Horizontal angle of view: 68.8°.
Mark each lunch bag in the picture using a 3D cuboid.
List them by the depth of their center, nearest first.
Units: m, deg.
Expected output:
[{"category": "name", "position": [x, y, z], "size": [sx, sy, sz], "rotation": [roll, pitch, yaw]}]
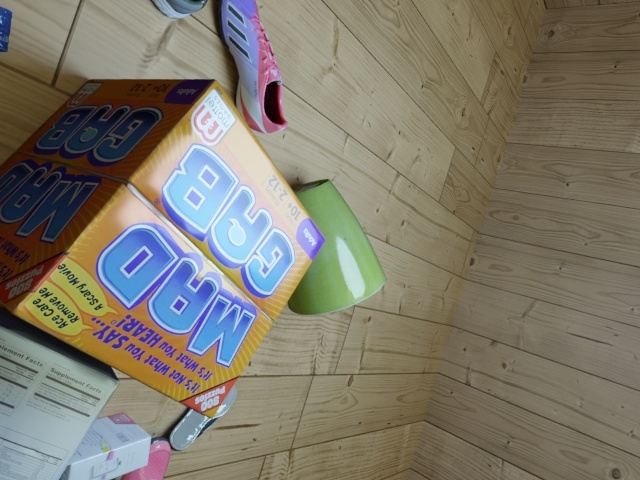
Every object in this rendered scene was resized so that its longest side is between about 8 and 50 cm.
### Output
[{"category": "lunch bag", "position": [-0.484, -0.296, 0.639], "size": [0.098, 0.067, 0.065], "rotation": [1, 101, -50]}]

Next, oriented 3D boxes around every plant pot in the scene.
[{"category": "plant pot", "position": [0.000, 0.000, 1.224], "size": [0.274, 0.274, 0.294], "rotation": [-31, 110, -42]}]

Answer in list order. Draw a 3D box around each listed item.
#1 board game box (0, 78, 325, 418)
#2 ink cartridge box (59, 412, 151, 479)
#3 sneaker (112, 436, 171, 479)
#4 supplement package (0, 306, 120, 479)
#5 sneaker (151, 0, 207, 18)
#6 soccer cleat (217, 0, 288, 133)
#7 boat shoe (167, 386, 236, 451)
[{"category": "board game box", "position": [-0.280, -0.003, 0.760], "size": [0.357, 0.356, 0.356], "rotation": [-58, 139, -21]}, {"category": "ink cartridge box", "position": [-0.445, 0.407, 0.893], "size": [0.198, 0.115, 0.067], "rotation": [3, 100, -51]}, {"category": "sneaker", "position": [-0.393, 0.591, 1.004], "size": [0.116, 0.136, 0.314], "rotation": [41, 70, -51]}, {"category": "supplement package", "position": [-0.472, 0.268, 0.695], "size": [0.198, 0.199, 0.263], "rotation": [37, 72, -24]}, {"category": "sneaker", "position": [-0.291, -0.498, 0.781], "size": [0.271, 0.107, 0.100], "rotation": [40, 73, -48]}, {"category": "soccer cleat", "position": [-0.135, -0.390, 1.004], "size": [0.108, 0.116, 0.319], "rotation": [-31, 126, -42]}, {"category": "boat shoe", "position": [-0.294, 0.432, 1.154], "size": [0.206, 0.075, 0.065], "rotation": [-41, 175, -43]}]
